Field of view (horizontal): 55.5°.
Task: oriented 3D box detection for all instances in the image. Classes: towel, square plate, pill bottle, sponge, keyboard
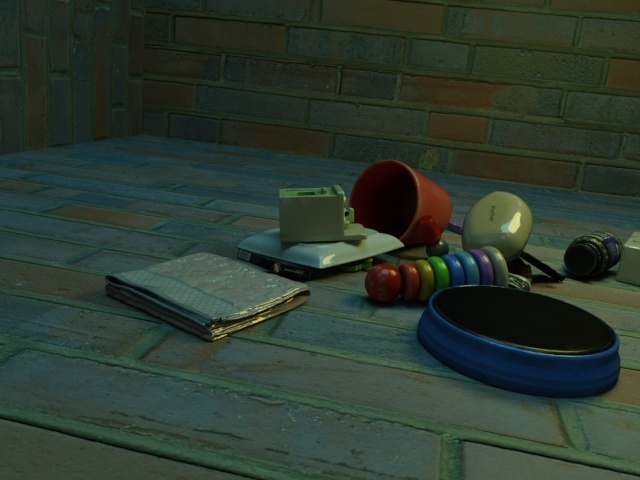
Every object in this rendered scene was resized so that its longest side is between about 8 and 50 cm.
[{"bbox_3d":[-0.240,0.102,1.318,0.331,0.053,0.317,17,18,32],"label":"towel"},{"bbox_3d":[0.000,0.000,1.715,0.347,0.049,0.344,12,17,44],"label":"square plate"},{"bbox_3d":[0.811,0.042,1.818,0.122,0.123,0.219,18,19,38],"label":"pill bottle"},{"bbox_3d":[0.539,-0.041,2.189,0.117,0.031,0.210,-2,17,-27],"label":"sponge"},{"bbox_3d":[0.608,0.070,1.687,0.180,0.023,0.108,27,7,-31],"label":"keyboard"}]

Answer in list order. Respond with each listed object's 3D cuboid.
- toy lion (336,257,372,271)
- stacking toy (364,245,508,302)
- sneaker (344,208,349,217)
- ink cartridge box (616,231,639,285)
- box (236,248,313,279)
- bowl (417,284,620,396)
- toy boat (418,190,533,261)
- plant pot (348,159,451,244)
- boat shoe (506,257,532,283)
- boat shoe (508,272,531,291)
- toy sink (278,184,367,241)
[{"bbox_3d":[0.088,0.060,1.649,0.096,0.034,0.100,-4,17,-9],"label":"toy lion"},{"bbox_3d":[0.265,0.096,1.435,0.330,0.141,0.141,-5,17,-13],"label":"stacking toy"},{"bbox_3d":[0.063,-0.101,2.205,0.109,0.040,0.043,-5,21,-35],"label":"sneaker"},{"bbox_3d":[1.025,0.063,1.838,0.197,0.114,0.273,14,18,30],"label":"ink cartridge box"},{"bbox_3d":[-0.108,0.059,1.480,0.116,0.029,0.162,17,-2,36],"label":"box"},{"bbox_3d":[0.395,0.183,1.225,0.391,0.077,0.391,6,15,-1],"label":"bowl"},{"bbox_3d":[0.435,-0.018,1.708,0.318,0.148,0.267,-6,37,32],"label":"toy boat"},{"bbox_3d":[0.267,-0.101,1.912,0.243,0.275,0.275,6,11,-46],"label":"plant pot"},{"bbox_3d":[0.551,0.069,1.731,0.064,0.060,0.178,3,15,-10],"label":"boat shoe"},{"bbox_3d":[0.437,0.104,1.548,0.183,0.065,0.083,14,18,26],"label":"boat shoe"},{"bbox_3d":[0.005,-0.077,1.645,0.234,0.131,0.153,-1,13,-3],"label":"toy sink"}]
